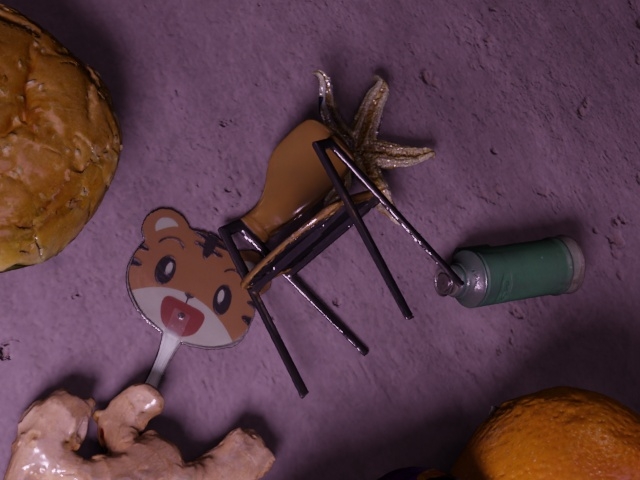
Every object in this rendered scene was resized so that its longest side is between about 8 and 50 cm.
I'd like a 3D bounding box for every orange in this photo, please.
[{"bbox_3d":[0.249,0.269,1.104,0.264,0.264,0.264,12,62,-24],"label":"orange"}]

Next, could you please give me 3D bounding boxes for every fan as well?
[{"bbox_3d":[-0.140,0.079,1.125,0.153,0.008,0.226,30,55,-15],"label":"fan"}]

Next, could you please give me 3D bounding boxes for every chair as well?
[{"bbox_3d":[0.000,0.000,1.144,0.247,0.159,0.172,53,32,6],"label":"chair"}]

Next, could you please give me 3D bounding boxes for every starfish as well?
[{"bbox_3d":[0.064,-0.108,1.302,0.176,0.053,0.208,9,66,-26],"label":"starfish"}]

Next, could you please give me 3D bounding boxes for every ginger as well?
[{"bbox_3d":[-0.165,0.194,1.020,0.259,0.065,0.149,-9,76,-28],"label":"ginger"}]

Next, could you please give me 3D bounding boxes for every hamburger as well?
[{"bbox_3d":[-0.328,-0.089,1.025,0.265,0.134,0.285,38,52,-10],"label":"hamburger"}]

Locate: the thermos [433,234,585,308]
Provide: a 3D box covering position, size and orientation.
[{"bbox_3d":[0.216,0.033,1.306,0.188,0.073,0.083,-6,72,-31],"label":"thermos"}]

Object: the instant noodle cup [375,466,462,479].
[{"bbox_3d":[0.060,0.328,0.988,0.190,0.251,0.251,-27,82,-45],"label":"instant noodle cup"}]
